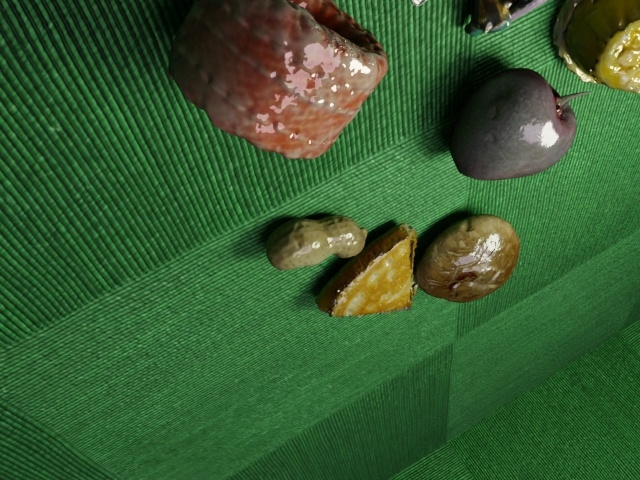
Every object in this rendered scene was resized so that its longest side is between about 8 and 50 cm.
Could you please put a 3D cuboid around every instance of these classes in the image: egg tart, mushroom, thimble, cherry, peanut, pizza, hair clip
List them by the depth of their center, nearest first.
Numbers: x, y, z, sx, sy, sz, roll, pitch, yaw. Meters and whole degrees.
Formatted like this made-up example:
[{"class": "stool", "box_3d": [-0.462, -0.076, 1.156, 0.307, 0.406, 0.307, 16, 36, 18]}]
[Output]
[{"class": "thimble", "box_3d": [-0.050, -0.215, 0.739, 0.239, 0.239, 0.162, 9, 129, -46]}, {"class": "hair clip", "box_3d": [0.384, -0.436, 0.956, 0.359, 0.095, 0.110, -29, 176, 3]}, {"class": "egg tart", "box_3d": [0.564, -0.358, 1.071, 0.315, 0.120, 0.315, 6, 149, 4]}, {"class": "cherry", "box_3d": [0.352, -0.209, 1.126, 0.213, 0.183, 0.266, 28, 125, -37]}, {"class": "peanut", "box_3d": [0.001, 0.001, 1.163, 0.228, 0.085, 0.104, -11, 148, -34]}, {"class": "pizza", "box_3d": [0.146, 0.067, 1.371, 0.288, 0.074, 0.251, 4, 129, -44]}, {"class": "mushroom", "box_3d": [0.350, 0.054, 1.468, 0.278, 0.146, 0.278, -16, 140, -14]}]

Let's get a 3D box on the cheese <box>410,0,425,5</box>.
[{"class": "cheese", "box_3d": [0.229, -0.425, 0.884, 0.251, 0.054, 0.127, -39, 141, 5]}]
